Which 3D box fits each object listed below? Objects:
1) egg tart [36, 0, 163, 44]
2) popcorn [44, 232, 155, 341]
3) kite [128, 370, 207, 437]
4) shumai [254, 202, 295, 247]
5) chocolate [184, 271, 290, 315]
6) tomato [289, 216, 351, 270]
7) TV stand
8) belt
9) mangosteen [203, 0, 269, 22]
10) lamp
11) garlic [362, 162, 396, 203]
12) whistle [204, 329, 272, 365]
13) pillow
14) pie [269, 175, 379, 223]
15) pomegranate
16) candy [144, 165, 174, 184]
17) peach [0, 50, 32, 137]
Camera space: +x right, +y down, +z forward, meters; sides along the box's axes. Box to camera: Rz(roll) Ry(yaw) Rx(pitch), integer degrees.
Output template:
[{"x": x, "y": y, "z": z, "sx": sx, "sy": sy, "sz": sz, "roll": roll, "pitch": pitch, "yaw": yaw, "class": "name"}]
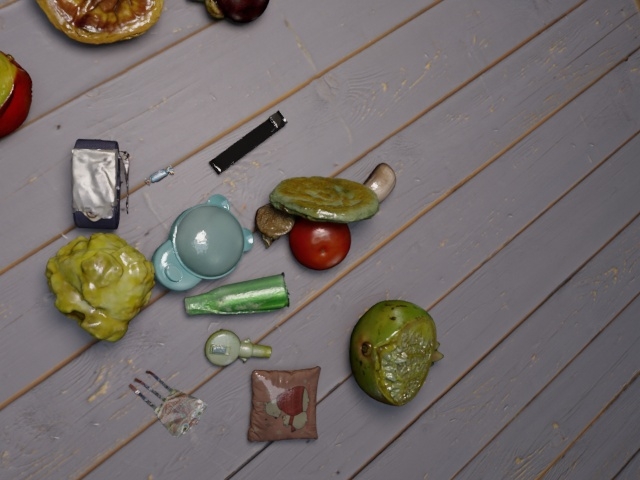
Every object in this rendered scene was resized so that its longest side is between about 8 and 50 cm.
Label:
[{"x": -0.553, "y": -0.662, "z": 1.116, "sx": 0.340, "sy": 0.153, "sz": 0.351, "roll": -1, "pitch": 93, "yaw": -18, "class": "egg tart"}, {"x": -0.553, "y": 0.103, "z": 1.117, "sx": 0.241, "sy": 0.250, "sz": 0.235, "roll": -51, "pitch": 144, "yaw": -10, "class": "popcorn"}, {"x": -0.437, "y": 0.457, "z": 1.270, "sx": 0.127, "sy": 0.016, "sz": 0.229, "roll": -44, "pitch": 107, "yaw": -15, "class": "kite"}, {"x": -0.129, "y": -0.054, "z": 1.306, "sx": 0.123, "sy": 0.105, "sz": 0.139, "roll": -17, "pitch": 66, "yaw": -4, "class": "shumai"}, {"x": -0.241, "y": 0.168, "z": 1.282, "sx": 0.291, "sy": 0.110, "sz": 0.110, "roll": -8, "pitch": 94, "yaw": -15, "class": "chocolate"}, {"x": 0.000, "y": 0.000, "z": 1.315, "sx": 0.195, "sy": 0.136, "sz": 0.195, "roll": -3, "pitch": 116, "yaw": -6, "class": "tomato"}, {"x": -0.211, "y": -0.288, "z": 1.301, "sx": 0.256, "sy": 0.040, "sz": 0.049, "roll": -40, "pitch": 103, "yaw": -13, "class": "TV stand"}, {"x": -0.560, "y": -0.143, "z": 1.139, "sx": 0.126, "sy": 0.140, "sz": 0.230, "roll": 1, "pitch": 90, "yaw": -17, "class": "belt"}, {"x": -0.250, "y": -0.688, "z": 1.212, "sx": 0.231, "sy": 0.194, "sz": 0.194, "roll": -21, "pitch": 99, "yaw": 8, "class": "mangosteen"}, {"x": -0.329, "y": 0.019, "z": 1.218, "sx": 0.284, "sy": 0.147, "sz": 0.209, "roll": -38, "pitch": 107, "yaw": -12, "class": "lamp"}, {"x": 0.175, "y": -0.168, "z": 1.402, "sx": 0.087, "sy": 0.101, "sz": 0.195, "roll": 39, "pitch": 80, "yaw": -17, "class": "garlic"}, {"x": -0.240, "y": 0.322, "z": 1.305, "sx": 0.199, "sy": 0.057, "sz": 0.104, "roll": 12, "pitch": 89, "yaw": -17, "class": "whistle"}, {"x": -0.105, "y": 0.497, "z": 1.343, "sx": 0.224, "sy": 0.084, "sz": 0.235, "roll": 1, "pitch": 94, "yaw": -20, "class": "pillow"}, {"x": 0.014, "y": -0.112, "z": 1.251, "sx": 0.324, "sy": 0.323, "sz": 0.070, "roll": -3, "pitch": 117, "yaw": -18, "class": "pie"}, {"x": 0.229, "y": 0.338, "z": 1.396, "sx": 0.359, "sy": 0.216, "sz": 0.309, "roll": 14, "pitch": 87, "yaw": -48, "class": "pomegranate"}, {"x": -0.447, "y": -0.179, "z": 1.237, "sx": 0.083, "sy": 0.020, "sz": 0.030, "roll": -34, "pitch": 100, "yaw": -13, "class": "candy"}, {"x": -0.793, "y": -0.316, "z": 1.044, "sx": 0.154, "sy": 0.159, "sz": 0.267, "roll": 32, "pitch": 80, "yaw": -6, "class": "peach"}]
